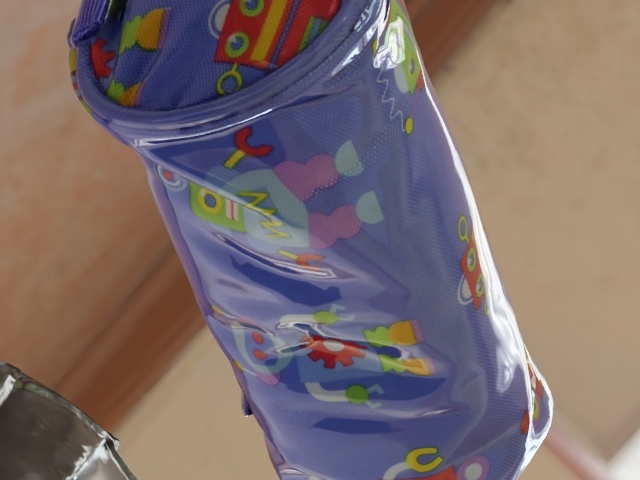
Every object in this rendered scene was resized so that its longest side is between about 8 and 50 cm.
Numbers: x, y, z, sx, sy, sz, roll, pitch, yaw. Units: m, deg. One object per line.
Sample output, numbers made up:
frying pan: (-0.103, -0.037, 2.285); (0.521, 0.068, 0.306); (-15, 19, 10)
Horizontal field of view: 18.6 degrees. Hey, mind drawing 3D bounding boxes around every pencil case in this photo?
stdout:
pencil case: (0.000, 0.000, 0.767); (0.306, 0.133, 0.119); (66, 26, -47)

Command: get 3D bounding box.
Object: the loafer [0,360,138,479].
loafer: (-0.078, 0.103, 0.315); (0.076, 0.078, 0.223); (-53, -175, 36)
